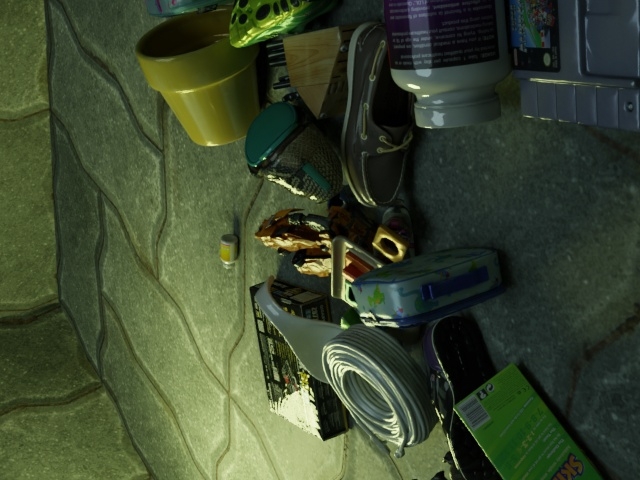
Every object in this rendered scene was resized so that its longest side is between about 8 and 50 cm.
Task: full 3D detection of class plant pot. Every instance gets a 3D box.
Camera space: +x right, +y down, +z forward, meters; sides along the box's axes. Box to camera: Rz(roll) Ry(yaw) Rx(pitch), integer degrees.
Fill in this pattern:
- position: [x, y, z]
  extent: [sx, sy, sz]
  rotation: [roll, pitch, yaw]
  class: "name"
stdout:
- position: [-0.239, -0.344, 2.133]
  extent: [0.254, 0.254, 0.239]
  rotation: [36, 150, 50]
  class: "plant pot"

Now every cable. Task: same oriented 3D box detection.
- position: [0.115, 0.273, 1.865]
  extent: [0.257, 0.089, 0.257]
  rotation: [48, 154, 9]
  class: "cable"

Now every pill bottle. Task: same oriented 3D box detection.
- position: [0.179, -0.329, 1.406]
  extent: [0.181, 0.182, 0.322]
  rotation: [18, 119, 58]
  class: "pill bottle"
- position: [-0.231, 0.028, 2.500]
  extent: [0.043, 0.043, 0.083]
  rotation: [44, 140, 44]
  class: "pill bottle"

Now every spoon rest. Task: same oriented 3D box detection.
- position: [-0.028, 0.191, 2.068]
  extent: [0.276, 0.084, 0.137]
  rotation: [41, 113, 5]
  class: "spoon rest"

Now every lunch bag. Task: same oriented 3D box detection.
- position: [-0.236, -0.529, 2.034]
  extent: [0.279, 0.224, 0.107]
  rotation: [22, 127, 61]
  class: "lunch bag"
- position: [0.173, 0.074, 1.588]
  extent: [0.176, 0.219, 0.090]
  rotation: [-6, 99, 62]
  class: "lunch bag"

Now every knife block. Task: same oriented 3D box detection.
- position: [-0.011, -0.356, 1.844]
  extent: [0.242, 0.088, 0.275]
  rotation: [57, 149, 28]
  class: "knife block"

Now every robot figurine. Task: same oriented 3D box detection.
- position: [0.000, 0.000, 1.949]
  extent: [0.211, 0.085, 0.291]
  rotation: [38, 157, -25]
  class: "robot figurine"

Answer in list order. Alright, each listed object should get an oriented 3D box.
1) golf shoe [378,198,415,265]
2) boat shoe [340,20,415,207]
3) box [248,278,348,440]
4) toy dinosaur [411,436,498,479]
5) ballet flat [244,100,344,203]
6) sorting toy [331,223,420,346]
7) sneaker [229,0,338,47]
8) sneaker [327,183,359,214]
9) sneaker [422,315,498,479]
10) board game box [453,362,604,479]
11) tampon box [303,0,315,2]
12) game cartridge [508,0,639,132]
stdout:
- position: [0.142, 0.008, 1.798]
  extent: [0.186, 0.068, 0.086]
  rotation: [91, -170, -47]
  class: "golf shoe"
- position: [0.107, -0.204, 1.684]
  extent: [0.097, 0.117, 0.324]
  rotation: [30, 124, 57]
  class: "boat shoe"
- position: [-0.053, 0.265, 2.262]
  extent: [0.257, 0.079, 0.321]
  rotation: [11, 113, 58]
  class: "box"
- position: [0.256, 0.451, 1.771]
  extent: [0.313, 0.121, 0.160]
  rotation: [-54, 53, 18]
  class: "toy dinosaur"
- position: [-0.043, -0.149, 1.888]
  extent: [0.182, 0.164, 0.483]
  rotation: [44, -177, -15]
  class: "ballet flat"
- position: [0.094, 0.099, 1.818]
  extent: [0.196, 0.047, 0.347]
  rotation: [31, 145, 25]
  class: "sorting toy"
- position: [-0.077, -0.422, 1.879]
  extent: [0.296, 0.124, 0.109]
  rotation: [-4, 78, 54]
  class: "sneaker"
- position: [0.034, -0.070, 1.944]
  extent: [0.052, 0.058, 0.135]
  rotation: [63, 151, 21]
  class: "sneaker"
- position: [0.243, 0.277, 1.705]
  extent: [0.124, 0.107, 0.283]
  rotation: [130, 133, -69]
  class: "sneaker"
- position: [0.329, 0.328, 1.547]
  extent: [0.259, 0.124, 0.039]
  rotation: [56, -173, 34]
  class: "board game box"
- position: [0.015, -0.465, 1.662]
  extent: [0.120, 0.161, 0.101]
  rotation: [28, 128, 53]
  class: "tampon box"
- position: [0.331, -0.323, 1.267]
  extent: [0.230, 0.068, 0.354]
  rotation: [17, 119, 54]
  class: "game cartridge"
